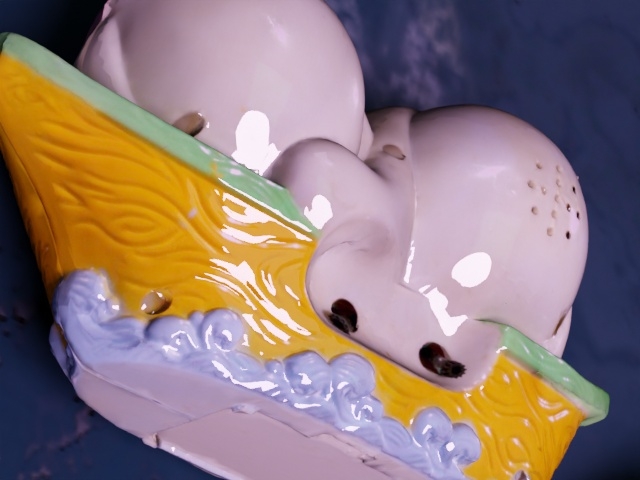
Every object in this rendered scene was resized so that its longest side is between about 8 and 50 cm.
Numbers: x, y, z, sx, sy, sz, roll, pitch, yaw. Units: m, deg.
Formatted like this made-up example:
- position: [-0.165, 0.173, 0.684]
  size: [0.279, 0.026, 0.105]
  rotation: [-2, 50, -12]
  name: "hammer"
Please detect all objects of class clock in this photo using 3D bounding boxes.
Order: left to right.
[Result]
- position: [0.000, 0.000, 0.556]
  size: [0.231, 0.103, 0.144]
  rotation: [30, 59, -29]
  name: "clock"
